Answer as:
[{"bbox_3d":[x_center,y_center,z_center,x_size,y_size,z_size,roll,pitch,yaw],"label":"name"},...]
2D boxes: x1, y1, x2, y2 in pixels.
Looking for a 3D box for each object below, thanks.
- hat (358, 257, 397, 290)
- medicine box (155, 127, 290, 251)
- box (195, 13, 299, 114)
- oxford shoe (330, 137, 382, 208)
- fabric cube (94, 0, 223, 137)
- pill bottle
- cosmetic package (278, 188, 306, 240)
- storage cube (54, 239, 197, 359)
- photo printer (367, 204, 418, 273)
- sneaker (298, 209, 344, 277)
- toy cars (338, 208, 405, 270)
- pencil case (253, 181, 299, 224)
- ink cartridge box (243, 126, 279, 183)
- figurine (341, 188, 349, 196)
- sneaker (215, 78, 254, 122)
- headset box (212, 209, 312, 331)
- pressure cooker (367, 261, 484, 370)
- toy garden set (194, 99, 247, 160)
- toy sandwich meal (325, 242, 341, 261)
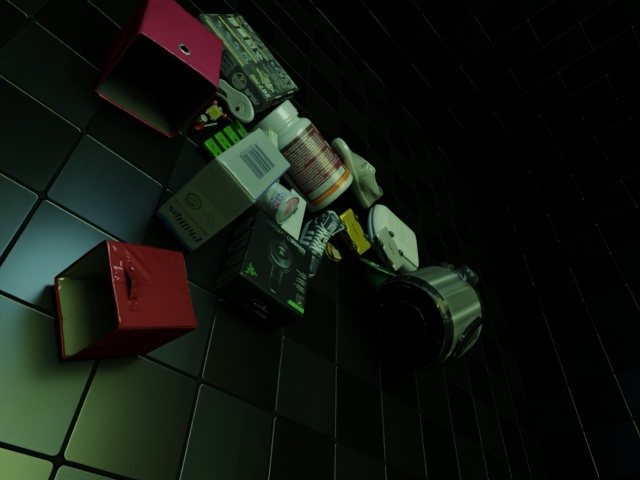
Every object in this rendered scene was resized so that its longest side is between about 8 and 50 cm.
[{"bbox_3d":[0.217,0.196,1.987,0.208,0.184,0.173,28,5,34],"label":"hat"},{"bbox_3d":[-0.268,-0.144,1.321,0.149,0.289,0.263,49,32,-12],"label":"medicine box"},{"bbox_3d":[-0.288,-0.708,1.868,0.395,0.097,0.318,51,30,-8],"label":"box"},{"bbox_3d":[0.161,-0.298,2.012,0.169,0.130,0.449,59,5,35],"label":"oxford shoe"},{"bbox_3d":[-0.463,-0.519,1.390,0.254,0.259,0.258,31,41,-37],"label":"fabric cube"},{"bbox_3d":[-0.075,-0.324,1.815,0.392,0.224,0.224,51,32,-15],"label":"pill bottle"},{"bbox_3d":[-0.129,-0.061,1.619,0.085,0.117,0.231,42,34,-28],"label":"cosmetic package"},{"bbox_3d":[-0.401,0.129,0.981,0.193,0.215,0.184,16,51,-57],"label":"storage cube"},{"bbox_3d":[0.338,-0.012,2.255,0.307,0.107,0.256,37,38,-31],"label":"photo printer"},{"bbox_3d":[0.000,0.000,1.715,0.099,0.153,0.282,41,35,-26],"label":"sneaker"},{"bbox_3d":[0.204,0.006,2.021,0.393,0.087,0.176,24,67,-31],"label":"toy cars"},{"bbox_3d":[-0.198,-0.166,1.519,0.273,0.113,0.124,37,7,18],"label":"pencil case"},{"bbox_3d":[-0.207,-0.278,1.645,0.062,0.109,0.209,26,58,-62],"label":"ink cartridge box"},{"bbox_3d":[0.040,-0.279,2.083,0.215,0.092,0.209,-22,86,-58],"label":"figurine"},{"bbox_3d":[-0.298,-0.493,1.725,0.217,0.079,0.121,48,2,18],"label":"sneaker"},{"bbox_3d":[-0.165,0.098,1.417,0.246,0.131,0.283,41,36,-27],"label":"headset box"},{"bbox_3d":[0.433,0.281,1.846,0.420,0.369,0.376,-8,91,-49],"label":"pressure cooker"},{"bbox_3d":[-0.352,-0.364,1.626,0.204,0.049,0.244,52,32,-15],"label":"toy garden set"},{"bbox_3d":[0.050,0.045,1.867,0.085,0.029,0.086,35,39,-34],"label":"toy sandwich meal"}]
